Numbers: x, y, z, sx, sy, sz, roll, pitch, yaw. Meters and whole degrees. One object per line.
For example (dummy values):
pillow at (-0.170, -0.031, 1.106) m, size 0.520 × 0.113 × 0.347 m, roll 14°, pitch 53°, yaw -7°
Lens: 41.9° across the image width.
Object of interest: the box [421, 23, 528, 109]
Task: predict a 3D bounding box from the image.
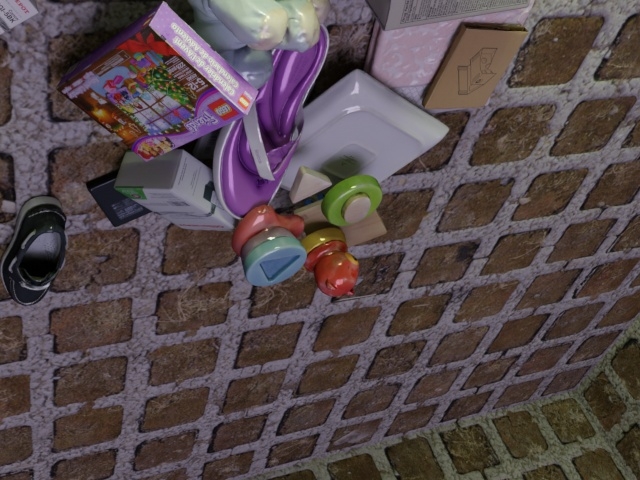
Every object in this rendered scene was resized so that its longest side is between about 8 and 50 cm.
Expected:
box at (0.313, -0.350, 1.699) m, size 0.164 × 0.021 × 0.201 m, roll -6°, pitch 141°, yaw -30°

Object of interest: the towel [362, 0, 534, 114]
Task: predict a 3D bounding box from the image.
towel at (0.245, -0.375, 1.684) m, size 0.332 × 0.053 × 0.317 m, roll -12°, pitch 143°, yaw -21°

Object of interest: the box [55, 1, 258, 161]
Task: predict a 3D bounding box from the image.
box at (-0.267, -0.242, 1.341) m, size 0.293 × 0.057 × 0.201 m, roll -15°, pitch 134°, yaw 45°

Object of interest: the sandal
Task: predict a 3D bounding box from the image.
sandal at (-0.088, -0.213, 1.541) m, size 0.169 × 0.102 × 0.416 m, roll 0°, pitch 119°, yaw -38°

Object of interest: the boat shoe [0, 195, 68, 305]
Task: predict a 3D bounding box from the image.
boat shoe at (-0.575, 0.046, 1.677) m, size 0.114 × 0.091 × 0.302 m, roll -5°, pitch 141°, yaw -28°

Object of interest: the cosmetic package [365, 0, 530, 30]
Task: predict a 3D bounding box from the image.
cosmetic package at (0.230, -0.483, 1.462) m, size 0.296 × 0.129 × 0.153 m, roll -13°, pitch 146°, yaw -19°

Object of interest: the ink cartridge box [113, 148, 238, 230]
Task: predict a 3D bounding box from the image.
ink cartridge box at (-0.270, -0.096, 1.631) m, size 0.153 × 0.087 × 0.208 m, roll 3°, pitch 160°, yaw 32°

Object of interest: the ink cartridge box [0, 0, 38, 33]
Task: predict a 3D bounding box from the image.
ink cartridge box at (-0.501, -0.351, 1.228) m, size 0.135 × 0.056 × 0.099 m, roll -28°, pitch 145°, yaw 5°

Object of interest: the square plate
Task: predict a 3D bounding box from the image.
square plate at (0.054, -0.182, 1.748) m, size 0.344 × 0.049 × 0.347 m, roll -35°, pitch 146°, yaw 27°

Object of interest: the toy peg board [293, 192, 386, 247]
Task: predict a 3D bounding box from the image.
toy peg board at (0.040, -0.063, 1.837) m, size 0.161 × 0.079 × 0.160 m, roll -21°, pitch 137°, yaw 11°

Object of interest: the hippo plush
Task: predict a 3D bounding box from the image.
hippo plush at (-0.144, -0.321, 1.342) m, size 0.294 × 0.234 × 0.236 m, roll -3°, pitch 139°, yaw -31°

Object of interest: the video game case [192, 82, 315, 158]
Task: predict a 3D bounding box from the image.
video game case at (-0.133, -0.241, 1.643) m, size 0.193 × 0.023 × 0.212 m, roll -2°, pitch 138°, yaw -31°

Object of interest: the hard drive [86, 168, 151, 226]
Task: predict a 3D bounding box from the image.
hard drive at (-0.398, -0.087, 1.676) m, size 0.094 × 0.022 × 0.135 m, roll -23°, pitch 146°, yaw -3°

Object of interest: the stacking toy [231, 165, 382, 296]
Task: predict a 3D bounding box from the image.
stacking toy at (0.000, 0.000, 1.684) m, size 0.309 × 0.130 × 0.279 m, roll 6°, pitch 135°, yaw -44°
